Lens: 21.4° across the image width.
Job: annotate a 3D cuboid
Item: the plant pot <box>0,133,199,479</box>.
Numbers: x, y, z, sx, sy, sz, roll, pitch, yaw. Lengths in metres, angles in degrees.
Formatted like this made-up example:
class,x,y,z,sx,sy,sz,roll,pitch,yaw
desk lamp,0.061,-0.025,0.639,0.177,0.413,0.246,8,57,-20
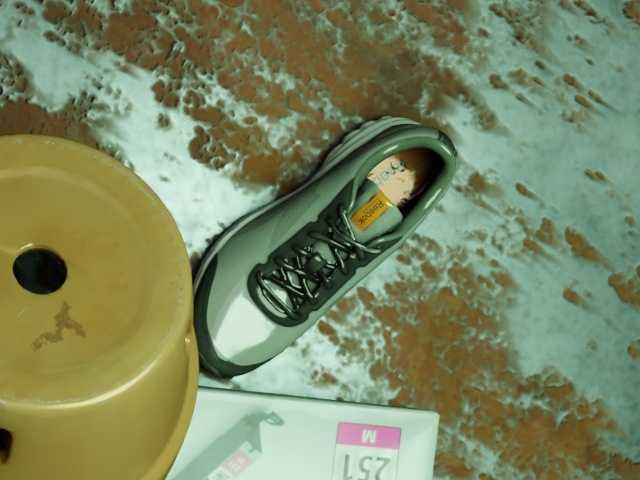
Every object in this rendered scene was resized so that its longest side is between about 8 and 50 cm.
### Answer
class,x,y,z,sx,sy,sz,roll,pitch,yaw
plant pot,-0.208,0.059,1.157,0.291,0.203,0.291,9,61,-16

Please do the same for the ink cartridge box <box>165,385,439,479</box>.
class,x,y,z,sx,sy,sz,roll,pitch,yaw
ink cartridge box,-0.054,0.239,1.329,0.275,0.060,0.239,7,86,-17

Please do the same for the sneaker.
class,x,y,z,sx,sy,sz,roll,pitch,yaw
sneaker,0.000,-0.001,1.326,0.271,0.108,0.100,-45,103,-12
